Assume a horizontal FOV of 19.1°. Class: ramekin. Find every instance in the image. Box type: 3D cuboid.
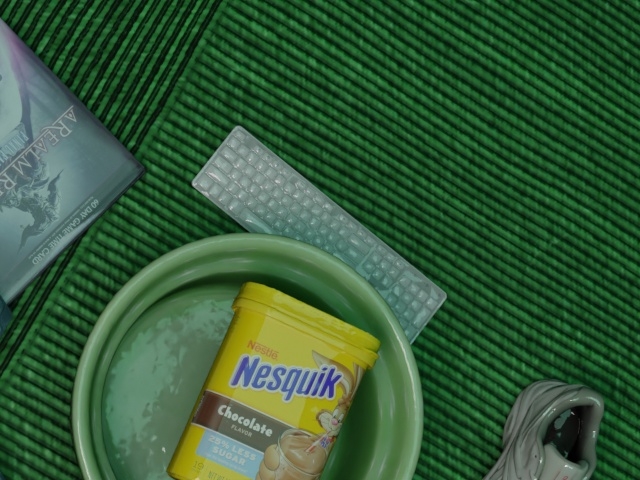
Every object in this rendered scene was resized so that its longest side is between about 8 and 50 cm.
[{"bbox_3d":[-0.075,0.151,1.662,0.303,0.148,0.303,2,83,-15],"label":"ramekin"}]

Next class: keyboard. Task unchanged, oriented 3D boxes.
[{"bbox_3d":[0.000,0.000,1.771,0.256,0.014,0.072,39,75,-7],"label":"keyboard"}]

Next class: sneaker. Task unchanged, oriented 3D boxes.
[{"bbox_3d":[0.195,0.229,1.738,0.090,0.115,0.232,22,75,-11],"label":"sneaker"}]

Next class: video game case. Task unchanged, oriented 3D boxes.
[{"bbox_3d":[-0.318,-0.094,1.691,0.274,0.026,0.196,46,75,-5],"label":"video game case"}]

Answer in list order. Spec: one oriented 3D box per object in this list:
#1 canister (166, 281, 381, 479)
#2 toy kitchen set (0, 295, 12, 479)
[{"bbox_3d":[-0.039,0.137,1.558,0.126,0.073,0.170,25,79,-11],"label":"canister"},{"bbox_3d":[-0.265,0.163,1.627,0.166,0.122,0.207,-69,141,-52],"label":"toy kitchen set"}]
